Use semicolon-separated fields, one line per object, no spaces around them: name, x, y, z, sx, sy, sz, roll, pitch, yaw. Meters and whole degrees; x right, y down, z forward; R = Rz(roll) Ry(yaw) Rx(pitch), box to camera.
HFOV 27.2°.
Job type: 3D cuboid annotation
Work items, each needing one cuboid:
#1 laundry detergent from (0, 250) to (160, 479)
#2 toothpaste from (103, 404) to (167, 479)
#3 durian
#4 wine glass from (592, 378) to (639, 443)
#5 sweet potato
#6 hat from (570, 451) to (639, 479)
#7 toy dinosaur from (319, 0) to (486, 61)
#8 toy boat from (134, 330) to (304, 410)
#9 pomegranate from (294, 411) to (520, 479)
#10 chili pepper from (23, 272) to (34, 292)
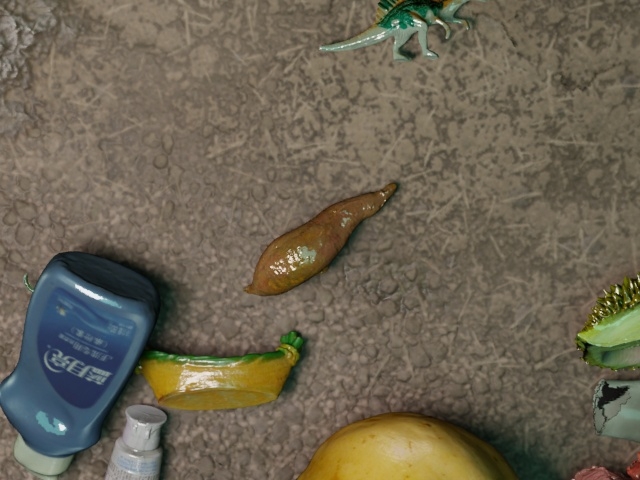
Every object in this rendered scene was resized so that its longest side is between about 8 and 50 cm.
laundry detergent;-0.296;0.160;1.551;0.143;0.094;0.289;21;112;-8
toothpaste;-0.236;0.317;1.620;0.089;0.057;0.234;15;105;1
durian;0.402;0.083;1.546;0.221;0.137;0.095;-12;64;8
wine glass;0.425;0.208;1.571;0.196;0.079;0.079;6;99;-1
sweet potato;-0.002;0.002;1.558;0.226;0.068;0.068;-36;96;6
hat;0.329;0.352;1.534;0.286;0.236;0.107;-49;134;6
toy dinosaur;0.098;-0.262;1.531;0.187;0.044;0.106;6;85;13
toy boat;-0.133;0.151;1.581;0.230;0.089;0.088;-3;61;1
pomegranate;0.090;0.338;1.510;0.307;0.307;0.307;0;99;1
chili pepper;-0.280;0.069;1.586;0.153;0.041;0.050;9;119;-9
